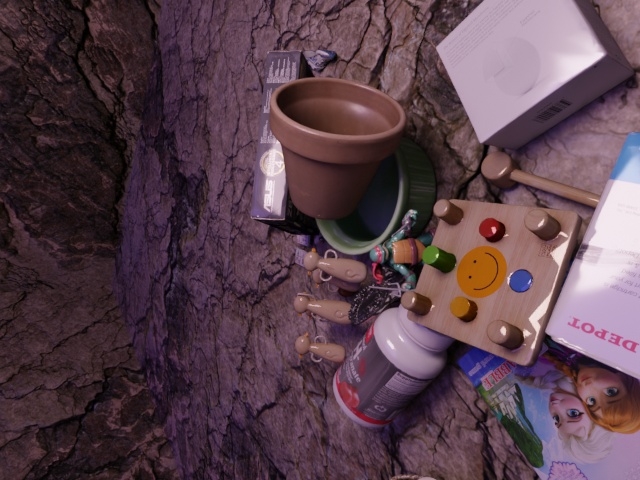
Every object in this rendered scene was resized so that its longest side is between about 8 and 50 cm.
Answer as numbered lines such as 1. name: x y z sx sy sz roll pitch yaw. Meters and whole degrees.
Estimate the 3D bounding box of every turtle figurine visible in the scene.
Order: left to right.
1. turtle figurine: 0.191 0.022 0.926 0.118 0.234 0.176 -163 67 -71

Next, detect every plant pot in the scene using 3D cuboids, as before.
1. plant pot: 0.023 -0.175 0.915 0.263 0.262 0.229 51 147 37

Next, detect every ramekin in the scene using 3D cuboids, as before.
1. ramekin: 0.127 -0.119 1.068 0.303 0.148 0.304 2 92 51

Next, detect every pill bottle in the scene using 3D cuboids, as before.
1. pill bottle: 0.170 0.265 1.003 0.176 0.176 0.319 55 130 34

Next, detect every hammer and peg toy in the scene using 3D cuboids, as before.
1. hammer and peg toy: 0.308 0.006 0.775 0.265 0.127 0.362 16 84 53

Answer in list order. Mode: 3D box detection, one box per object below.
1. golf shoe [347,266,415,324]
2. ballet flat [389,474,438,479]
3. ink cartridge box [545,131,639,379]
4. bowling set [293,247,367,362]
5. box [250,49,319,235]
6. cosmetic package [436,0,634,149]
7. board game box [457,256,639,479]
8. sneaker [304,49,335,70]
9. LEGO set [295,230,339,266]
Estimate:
1. golf shoe: 0.152 0.130 1.036 0.198 0.094 0.077 -45 43 -1
2. ballet flat: 0.303 0.538 0.836 0.182 0.164 0.482 52 144 -14
3. ink cartridge box: 0.482 0.037 0.594 0.223 0.129 0.308 25 96 41
4. bowling set: 0.014 0.151 1.148 0.200 0.154 0.287 -72 -4 -80
5. box: -0.063 -0.223 1.145 0.097 0.318 0.396 4 86 12
6. cosmetic package: 0.362 -0.319 0.784 0.224 0.138 0.225 -36 65 45
7. board game box: 0.441 0.248 0.758 0.318 0.065 0.319 57 130 33
8. sneaker: 0.001 -0.523 1.299 0.135 0.052 0.058 30 124 54
9. LEGO set: 0.000 0.000 1.321 0.244 0.060 0.183 17 105 61
